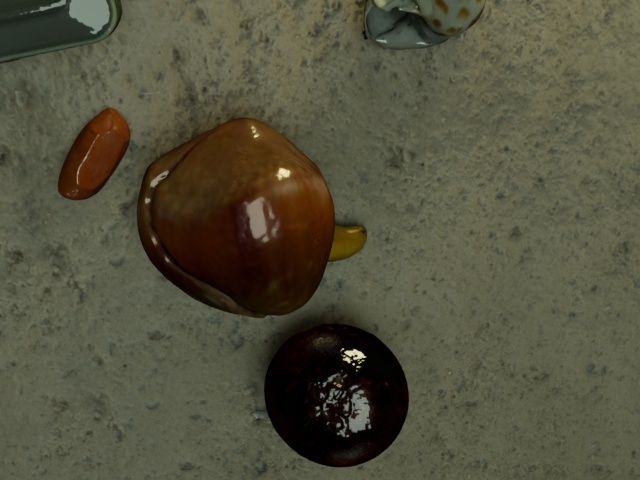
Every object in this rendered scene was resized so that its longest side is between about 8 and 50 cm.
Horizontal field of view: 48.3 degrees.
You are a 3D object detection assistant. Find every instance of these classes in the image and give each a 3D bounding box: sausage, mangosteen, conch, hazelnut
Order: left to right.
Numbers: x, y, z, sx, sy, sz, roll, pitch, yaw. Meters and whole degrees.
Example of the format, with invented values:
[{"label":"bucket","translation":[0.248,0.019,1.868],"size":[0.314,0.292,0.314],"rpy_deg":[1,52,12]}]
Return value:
[{"label":"sausage","translation":[-0.401,-0.149,1.269],"size":[0.089,0.089,0.179],"rpy_deg":[29,92,-22]},{"label":"hazelnut","translation":[-0.138,-0.030,1.256],"size":[0.315,0.372,0.372],"rpy_deg":[-35,123,-41]},{"label":"mangosteen","translation":[0.039,0.310,1.470],"size":[0.297,0.293,0.297],"rpy_deg":[4,100,26]},{"label":"conch","translation":[0.200,-0.436,1.269],"size":[0.275,0.183,0.149],"rpy_deg":[4,71,-26]}]

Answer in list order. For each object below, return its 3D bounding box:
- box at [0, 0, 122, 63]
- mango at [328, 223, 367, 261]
[{"label":"box","translation":[-0.538,-0.467,1.074],"size":[0.396,0.111,0.396],"rpy_deg":[-14,109,-5]},{"label":"mango","translation":[0.000,0.000,1.435],"size":[0.190,0.075,0.098],"rpy_deg":[4,119,-22]}]
